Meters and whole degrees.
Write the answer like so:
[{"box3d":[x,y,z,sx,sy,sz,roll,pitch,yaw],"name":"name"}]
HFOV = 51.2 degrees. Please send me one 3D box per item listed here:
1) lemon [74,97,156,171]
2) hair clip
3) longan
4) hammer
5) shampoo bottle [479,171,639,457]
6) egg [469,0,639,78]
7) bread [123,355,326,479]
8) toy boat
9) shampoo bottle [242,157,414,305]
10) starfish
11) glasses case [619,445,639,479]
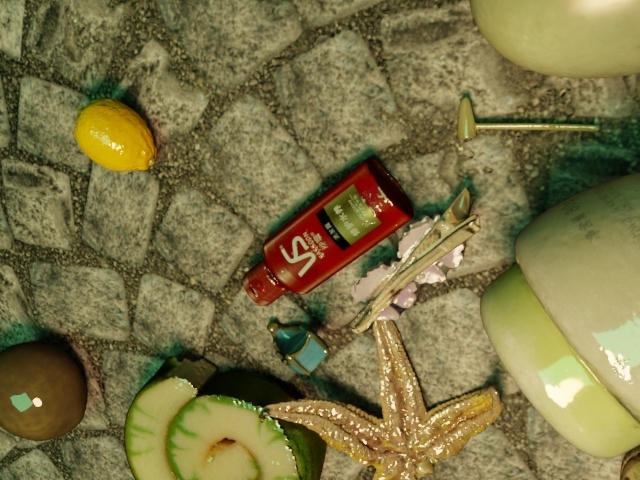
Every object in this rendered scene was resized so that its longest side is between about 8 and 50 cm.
[{"box3d":[-0.350,-0.177,1.146,0.155,0.114,0.114,39,117,-7],"name":"lemon"},{"box3d":[0.144,0.043,1.026,0.106,0.084,0.292,30,117,-24],"name":"hair clip"},{"box3d":[-0.574,0.306,1.354,0.198,0.198,0.212,-23,98,26],"name":"longan"},{"box3d":[0.293,-0.172,0.946,0.195,0.028,0.060,4,102,17],"name":"hammer"},{"box3d":[0.386,0.084,0.824,0.317,0.322,0.322,-43,88,19],"name":"shampoo bottle"},{"box3d":[0.342,-0.317,0.747,0.352,0.258,0.258,-15,101,28],"name":"egg"},{"box3d":[-0.185,0.381,1.254,0.366,0.129,0.382,-30,93,25],"name":"bread"},{"box3d":[-0.046,0.170,1.121,0.077,0.185,0.075,45,81,-8],"name":"toy boat"},{"box3d":[0.000,0.000,1.085,0.314,0.076,0.118,-36,95,27],"name":"shampoo bottle"},{"box3d":[0.122,0.332,1.103,0.384,0.132,0.398,45,105,-2],"name":"starfish"},{"box3d":[0.647,0.341,0.929,0.425,0.098,0.156,-14,106,25],"name":"glasses case"}]
